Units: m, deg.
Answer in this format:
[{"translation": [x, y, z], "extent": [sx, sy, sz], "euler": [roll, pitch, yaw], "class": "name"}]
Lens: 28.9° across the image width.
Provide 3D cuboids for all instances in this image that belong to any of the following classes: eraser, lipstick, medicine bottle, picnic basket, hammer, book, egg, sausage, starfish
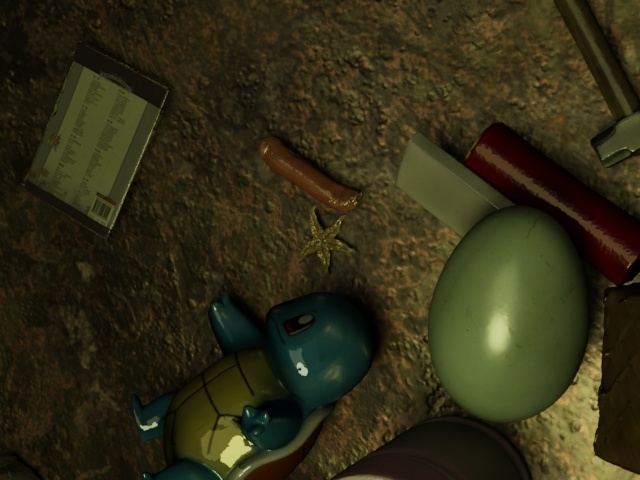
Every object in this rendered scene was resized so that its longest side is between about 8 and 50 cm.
[{"translation": [0.160, -0.055, 1.495], "extent": [0.150, 0.104, 0.023], "euler": [40, 63, 14], "class": "eraser"}, {"translation": [0.279, -0.044, 1.451], "extent": [0.241, 0.080, 0.080], "euler": [37, 107, 16], "class": "lipstick"}, {"translation": [0.112, 0.326, 1.418], "extent": [0.202, 0.316, 0.202], "euler": [1, 94, 23], "class": "medicine bottle"}, {"translation": [0.477, 0.155, 1.290], "extent": [0.321, 0.291, 0.254], "euler": [3, 94, -21], "class": "picnic basket"}, {"translation": [0.300, -0.268, 1.447], "extent": [0.111, 0.043, 0.365], "euler": [-29, 81, 22], "class": "hammer"}, {"translation": [-0.310, -0.140, 1.724], "extent": [0.157, 0.026, 0.231], "euler": [30, 105, 15], "class": "book"}, {"translation": [0.216, 0.085, 1.420], "extent": [0.183, 0.183, 0.264], "euler": [14, 117, 21], "class": "egg"}, {"translation": [-0.016, -0.083, 1.594], "extent": [0.158, 0.036, 0.042], "euler": [33, 140, 18], "class": "sausage"}, {"translation": [0.000, 0.000, 1.605], "extent": [0.086, 0.016, 0.092], "euler": [-18, 92, 21], "class": "starfish"}]

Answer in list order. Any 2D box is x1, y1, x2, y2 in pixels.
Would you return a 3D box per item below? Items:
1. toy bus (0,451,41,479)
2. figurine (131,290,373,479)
[{"translation": [-0.494, 0.471, 1.800], "extent": [0.138, 0.112, 0.317], "euler": [31, 106, 14], "class": "toy bus"}, {"translation": [-0.107, 0.238, 1.562], "extent": [0.243, 0.298, 0.416], "euler": [23, 107, -15], "class": "figurine"}]
